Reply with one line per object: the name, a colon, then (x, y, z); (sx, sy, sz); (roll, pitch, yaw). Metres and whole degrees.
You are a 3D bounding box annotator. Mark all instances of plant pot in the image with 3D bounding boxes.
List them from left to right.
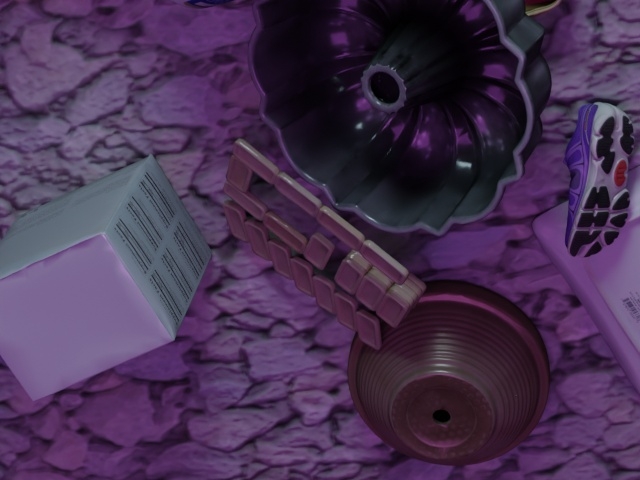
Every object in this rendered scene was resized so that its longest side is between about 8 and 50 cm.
plant pot: (0.142, 0.174, 2.021); (0.237, 0.110, 0.237); (4, 117, 9)

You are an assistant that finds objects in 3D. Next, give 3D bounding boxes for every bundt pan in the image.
bundt pan: (0.095, -0.177, 1.799); (0.330, 0.124, 0.331); (18, 126, 27)

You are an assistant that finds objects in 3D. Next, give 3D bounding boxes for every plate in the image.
plate: (0.414, 0.034, 1.939); (0.278, 0.045, 0.277); (-27, 110, 22)

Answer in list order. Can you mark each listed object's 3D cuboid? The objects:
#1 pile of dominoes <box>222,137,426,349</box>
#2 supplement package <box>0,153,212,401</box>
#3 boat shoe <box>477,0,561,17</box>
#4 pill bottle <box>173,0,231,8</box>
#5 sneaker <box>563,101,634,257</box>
pile of dominoes: (0.000, 0.000, 1.938); (0.251, 0.040, 0.196); (39, 154, 8)
supplement package: (-0.254, 0.040, 1.965); (0.194, 0.203, 0.149); (-24, 111, 20)
boat shoe: (0.173, -0.253, 1.822); (0.170, 0.059, 0.063); (-10, 116, 17)
pill bottle: (-0.078, -0.293, 1.714); (0.186, 0.112, 0.112); (-4, 123, 53)
sneaker: (0.291, -0.066, 1.893); (0.068, 0.071, 0.170); (1, 106, -30)
